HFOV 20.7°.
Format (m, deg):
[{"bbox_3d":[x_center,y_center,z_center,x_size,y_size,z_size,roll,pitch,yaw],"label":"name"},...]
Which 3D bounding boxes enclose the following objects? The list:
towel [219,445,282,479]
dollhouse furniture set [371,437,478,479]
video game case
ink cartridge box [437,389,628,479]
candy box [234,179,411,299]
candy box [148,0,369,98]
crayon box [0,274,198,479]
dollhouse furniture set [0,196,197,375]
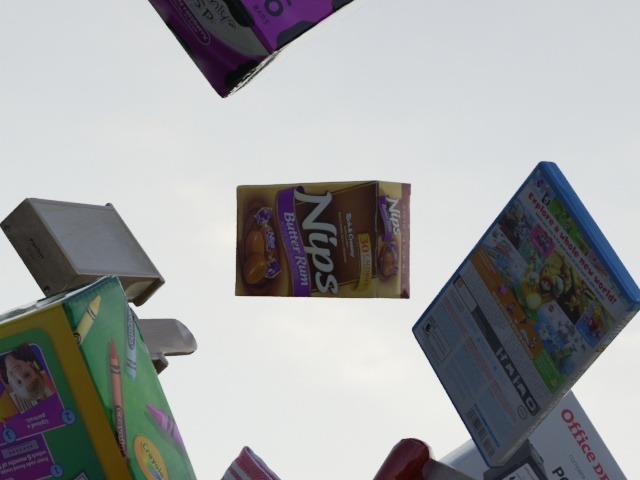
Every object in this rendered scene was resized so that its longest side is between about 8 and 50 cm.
[{"bbox_3d":[-0.087,0.315,1.679,0.029,0.197,0.144,17,24,-51],"label":"towel"},{"bbox_3d":[-0.082,0.184,0.381,0.152,0.374,0.201,26,-19,21],"label":"dollhouse furniture set"},{"bbox_3d":[0.128,0.048,1.115,0.015,0.119,0.166,2,-43,-38],"label":"video game case"},{"bbox_3d":[0.136,0.186,1.222,0.109,0.150,0.063,58,-21,3],"label":"ink cartridge box"},{"bbox_3d":[0.000,0.000,1.636,0.187,0.109,0.053,-1,-2,42],"label":"candy box"},{"bbox_3d":[-0.012,-0.210,1.033,0.159,0.233,0.071,53,-35,-2],"label":"candy box"},{"bbox_3d":[-0.246,0.147,1.261,0.278,0.165,0.081,-18,6,24],"label":"crayon box"},{"bbox_3d":[-0.348,0.124,1.893,0.355,0.303,0.174,-43,-19,18],"label":"dollhouse furniture set"}]
